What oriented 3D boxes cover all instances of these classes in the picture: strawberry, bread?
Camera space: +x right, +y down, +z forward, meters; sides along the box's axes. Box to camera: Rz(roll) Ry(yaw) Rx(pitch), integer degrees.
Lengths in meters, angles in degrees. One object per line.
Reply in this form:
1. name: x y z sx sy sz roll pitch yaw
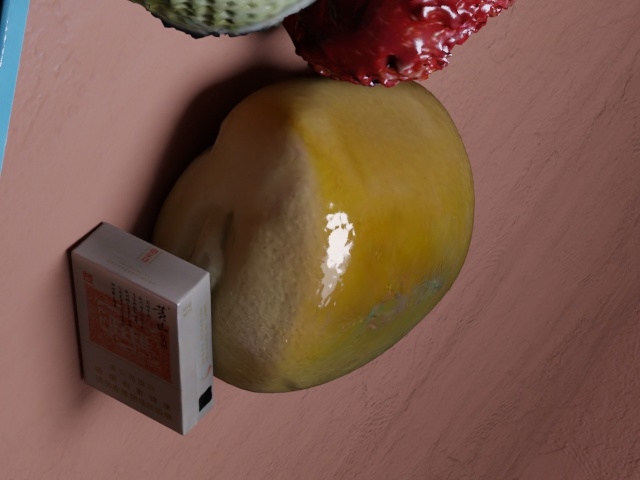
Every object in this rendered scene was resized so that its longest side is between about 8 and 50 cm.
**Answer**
1. strawberry: 0.098 -0.278 1.749 0.220 0.274 0.274 16 104 -29
2. bread: 0.000 0.000 1.867 0.376 0.253 0.348 -8 130 -57

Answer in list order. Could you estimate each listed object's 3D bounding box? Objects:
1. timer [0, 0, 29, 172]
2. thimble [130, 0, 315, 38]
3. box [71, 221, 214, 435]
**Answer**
1. timer: -0.323 -0.132 1.340 0.232 0.091 0.250 7 103 -62
2. thimble: -0.100 -0.309 1.375 0.150 0.271 0.271 19 99 -62
3. box: -0.180 0.092 1.760 0.058 0.141 0.201 -45 152 -39
